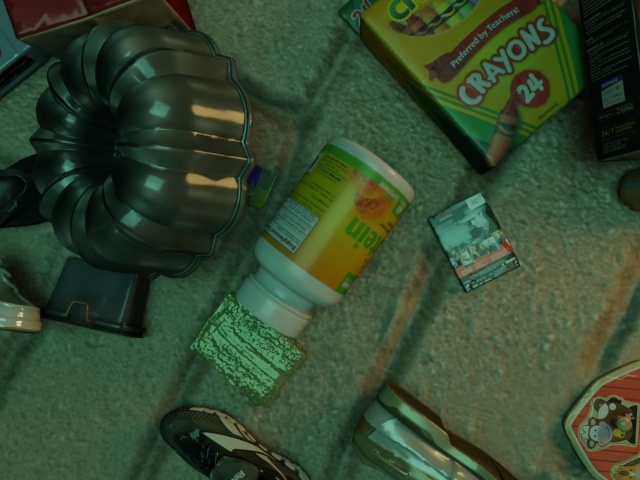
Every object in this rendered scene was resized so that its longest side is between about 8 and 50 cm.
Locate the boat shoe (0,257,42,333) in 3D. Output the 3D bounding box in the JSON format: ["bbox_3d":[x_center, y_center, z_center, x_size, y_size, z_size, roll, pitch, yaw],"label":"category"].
[{"bbox_3d":[-0.474,0.053,0.702,0.277,0.098,0.096,14,77,26],"label":"boat shoe"}]

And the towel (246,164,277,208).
[{"bbox_3d":[-0.112,-0.087,0.754,0.083,0.009,0.060,24,89,4],"label":"towel"}]

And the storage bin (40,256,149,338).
[{"bbox_3d":[-0.311,0.078,0.726,0.135,0.098,0.091,11,79,4],"label":"storage bin"}]

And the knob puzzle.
[{"bbox_3d":[0.431,0.260,0.699,0.213,0.030,0.213,0,89,4],"label":"knob puzzle"}]

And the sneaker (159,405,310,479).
[{"bbox_3d":[-0.119,0.302,0.695,0.234,0.106,0.078,30,90,4],"label":"sneaker"}]

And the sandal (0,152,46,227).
[{"bbox_3d":[-0.473,-0.058,0.754,0.254,0.054,0.097,-20,87,3],"label":"sandal"}]

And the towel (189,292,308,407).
[{"bbox_3d":[-0.102,0.155,0.738,0.148,0.027,0.110,38,90,5],"label":"towel"}]

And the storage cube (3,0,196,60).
[{"bbox_3d":[-0.293,-0.356,0.678,0.183,0.215,0.193,-17,94,2],"label":"storage cube"}]

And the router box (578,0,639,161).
[{"bbox_3d":[0.482,-0.231,0.642,0.308,0.081,0.243,-5,88,-14],"label":"router box"}]

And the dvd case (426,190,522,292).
[{"bbox_3d":[0.215,0.002,0.729,0.087,0.013,0.120,-28,88,2],"label":"dvd case"}]

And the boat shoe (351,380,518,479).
[{"bbox_3d":[0.178,0.321,0.680,0.302,0.113,0.103,38,92,15],"label":"boat shoe"}]

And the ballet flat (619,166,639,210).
[{"bbox_3d":[0.524,-0.065,0.680,0.232,0.073,0.080,-2,89,3],"label":"ballet flat"}]

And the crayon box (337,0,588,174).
[{"bbox_3d":[0.196,-0.276,0.704,0.202,0.081,0.318,-42,86,2],"label":"crayon box"}]

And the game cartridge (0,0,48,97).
[{"bbox_3d":[-0.551,-0.286,0.769,0.294,0.060,0.196,-38,82,2],"label":"game cartridge"}]

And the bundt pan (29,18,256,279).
[{"bbox_3d":[-0.241,-0.110,0.634,0.330,0.124,0.331,1,92,35],"label":"bundt pan"}]

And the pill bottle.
[{"bbox_3d":[0.000,0.000,0.681,0.136,0.136,0.246,36,91,4],"label":"pill bottle"}]
